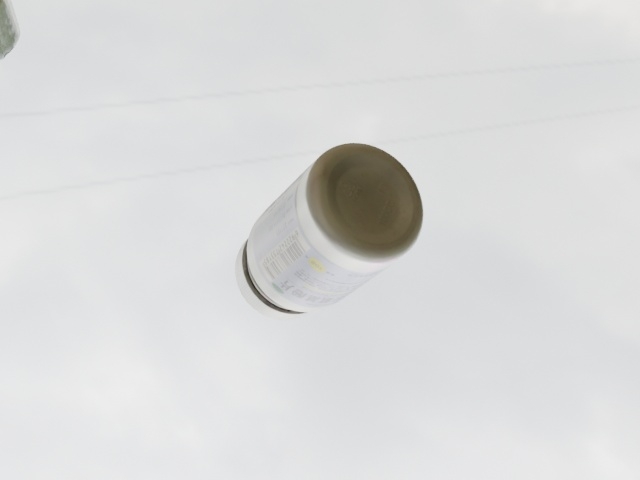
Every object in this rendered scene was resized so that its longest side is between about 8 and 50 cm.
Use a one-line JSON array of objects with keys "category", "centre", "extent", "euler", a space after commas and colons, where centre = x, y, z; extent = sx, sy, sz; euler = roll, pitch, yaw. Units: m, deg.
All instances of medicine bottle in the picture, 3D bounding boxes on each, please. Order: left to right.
[{"category": "medicine bottle", "centre": [0.000, 0.000, 0.857], "extent": [0.102, 0.186, 0.103], "euler": [10, -115, -23]}]

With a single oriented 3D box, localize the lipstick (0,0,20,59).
[{"category": "lipstick", "centre": [-0.199, -0.198, 0.466], "extent": [0.059, 0.264, 0.059], "euler": [-2, -134, 2]}]
